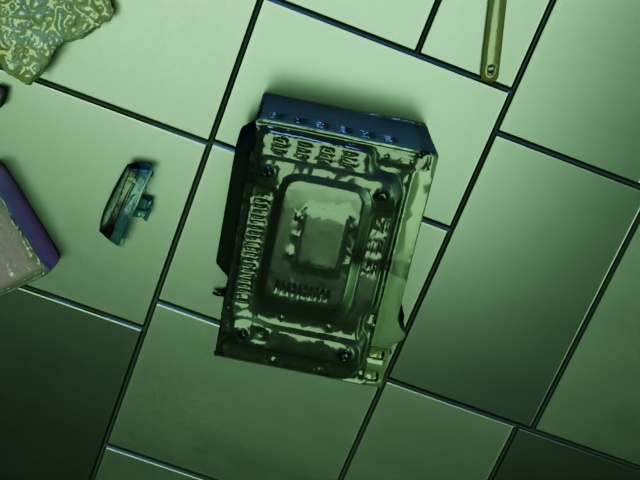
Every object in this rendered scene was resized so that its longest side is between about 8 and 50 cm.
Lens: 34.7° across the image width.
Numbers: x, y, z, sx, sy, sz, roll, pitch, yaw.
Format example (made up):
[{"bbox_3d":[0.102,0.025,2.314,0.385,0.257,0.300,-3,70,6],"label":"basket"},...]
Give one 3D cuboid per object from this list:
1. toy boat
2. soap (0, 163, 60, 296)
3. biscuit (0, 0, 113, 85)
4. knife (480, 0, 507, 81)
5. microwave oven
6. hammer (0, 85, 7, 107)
[{"bbox_3d":[-0.284,-0.053,1.536,0.061,0.060,0.137,19,104,-31],"label":"toy boat"},{"bbox_3d":[-0.555,0.018,1.552,0.259,0.081,0.181,-26,105,11],"label":"soap"},{"bbox_3d":[-0.382,-0.346,1.426,0.188,0.040,0.265,14,102,-19],"label":"biscuit"},{"bbox_3d":[0.244,-0.371,1.436,0.047,0.017,0.297,6,109,6],"label":"knife"},{"bbox_3d":[0.000,0.000,1.463,0.286,0.218,0.354,11,109,-4],"label":"microwave oven"},{"bbox_3d":[-0.484,-0.344,1.451,0.137,0.037,0.289,18,109,-7],"label":"hammer"}]
